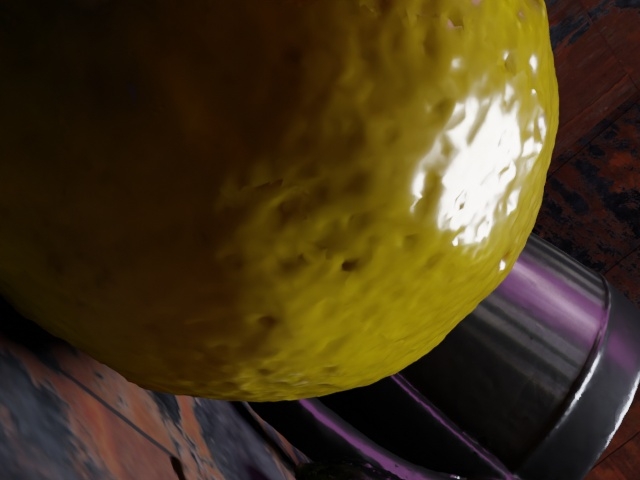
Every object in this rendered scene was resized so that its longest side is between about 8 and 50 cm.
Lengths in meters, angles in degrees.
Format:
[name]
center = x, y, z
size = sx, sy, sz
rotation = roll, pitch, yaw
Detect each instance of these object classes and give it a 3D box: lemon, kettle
[lemon]
center = -0.027, -0.056, 0.458
size = 0.245, 0.245, 0.320
rotation = 52, 6, 19
[kettle]
center = 0.040, 0.061, 0.755
size = 0.271, 0.251, 0.207
rotation = 38, -27, -8

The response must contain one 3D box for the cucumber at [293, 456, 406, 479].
[cucumber]
center = 0.080, 0.195, 0.562
size = 0.245, 0.067, 0.067
rotation = 51, 4, -3
